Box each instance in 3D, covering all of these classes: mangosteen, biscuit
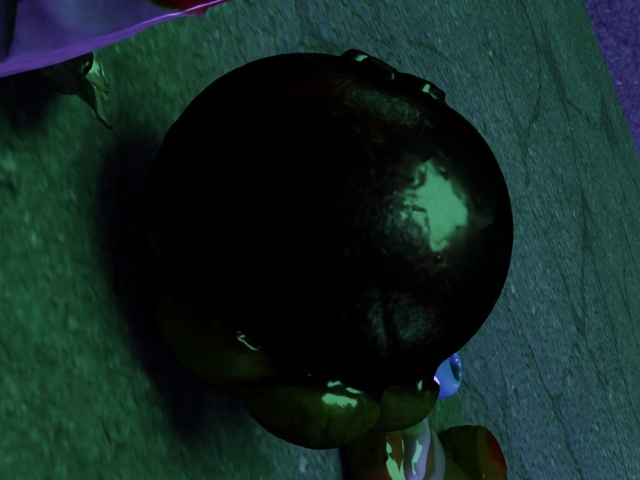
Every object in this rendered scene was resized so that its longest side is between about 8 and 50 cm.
[{"bbox_3d":[0.000,0.000,0.818,0.210,0.210,0.209,-15,90,-71],"label":"mangosteen"},{"bbox_3d":[0.130,0.260,1.151,0.432,0.064,0.283,45,35,-54],"label":"biscuit"}]

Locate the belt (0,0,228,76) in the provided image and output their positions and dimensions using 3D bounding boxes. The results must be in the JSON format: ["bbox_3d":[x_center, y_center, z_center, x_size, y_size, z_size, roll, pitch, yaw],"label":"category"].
[{"bbox_3d":[-0.070,-0.134,0.579,0.227,0.324,0.115,-146,-141,-78],"label":"belt"}]

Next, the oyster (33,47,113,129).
[{"bbox_3d":[-0.138,-0.130,0.727,0.108,0.053,0.165,-74,143,-70],"label":"oyster"}]

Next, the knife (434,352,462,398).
[{"bbox_3d":[0.041,0.051,1.126,0.244,0.032,0.058,45,43,-47],"label":"knife"}]
